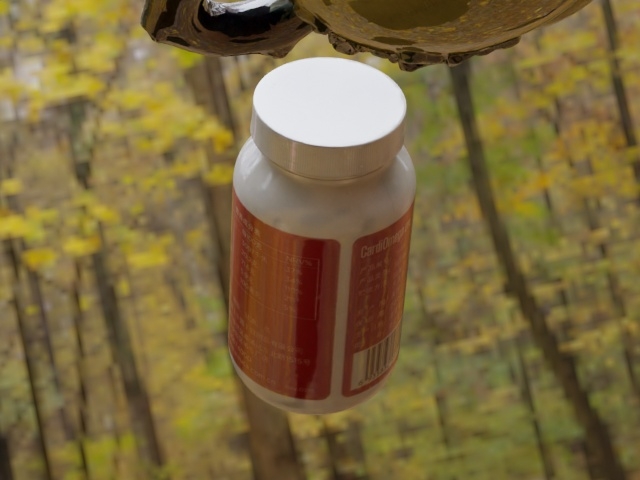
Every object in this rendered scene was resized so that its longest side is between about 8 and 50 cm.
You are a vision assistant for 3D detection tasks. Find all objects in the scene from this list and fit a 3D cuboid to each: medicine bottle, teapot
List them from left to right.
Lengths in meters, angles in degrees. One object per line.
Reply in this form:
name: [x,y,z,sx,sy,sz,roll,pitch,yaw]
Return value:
medicine bottle: [0.000,0.000,1.411,0.131,0.131,0.250,-10,-49,-16]
teapot: [0.054,-0.141,0.779,0.269,0.173,0.182,-32,-30,25]
